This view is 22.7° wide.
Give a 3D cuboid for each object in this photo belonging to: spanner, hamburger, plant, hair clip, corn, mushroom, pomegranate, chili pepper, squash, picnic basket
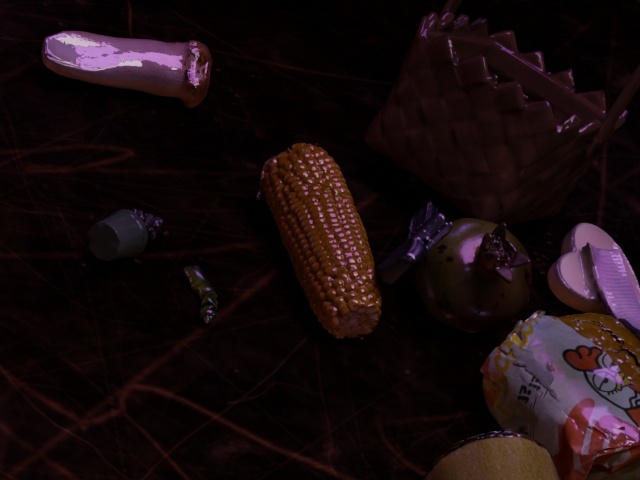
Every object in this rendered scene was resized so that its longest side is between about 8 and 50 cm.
[{"bbox_3d":[0.109,-0.009,1.751,0.026,0.093,0.325,48,11,-3],"label":"spanner"},{"bbox_3d":[0.292,0.160,1.642,0.235,0.125,0.214,-9,55,-23],"label":"hamburger"},{"bbox_3d":[-0.191,-0.010,1.623,0.051,0.051,0.102,37,28,16],"label":"plant"},{"bbox_3d":[0.353,0.067,1.873,0.159,0.071,0.218,9,42,-30],"label":"hair clip"},{"bbox_3d":[0.003,-0.003,1.712,0.091,0.091,0.260,15,38,-33],"label":"corn"},{"bbox_3d":[-0.226,-0.204,1.859,0.209,0.071,0.084,5,70,-25],"label":"mushroom"},{"bbox_3d":[0.180,0.031,1.726,0.129,0.159,0.129,19,59,-36],"label":"pomegranate"},{"bbox_3d":[-0.117,0.056,1.608,0.027,0.022,0.083,43,15,-43],"label":"chili pepper"},{"bbox_3d":[0.166,0.294,1.372,0.132,0.132,0.247,14,36,-18],"label":"squash"},{"bbox_3d":[0.242,-0.194,1.914,0.254,0.321,0.291,36,21,21],"label":"picnic basket"}]
